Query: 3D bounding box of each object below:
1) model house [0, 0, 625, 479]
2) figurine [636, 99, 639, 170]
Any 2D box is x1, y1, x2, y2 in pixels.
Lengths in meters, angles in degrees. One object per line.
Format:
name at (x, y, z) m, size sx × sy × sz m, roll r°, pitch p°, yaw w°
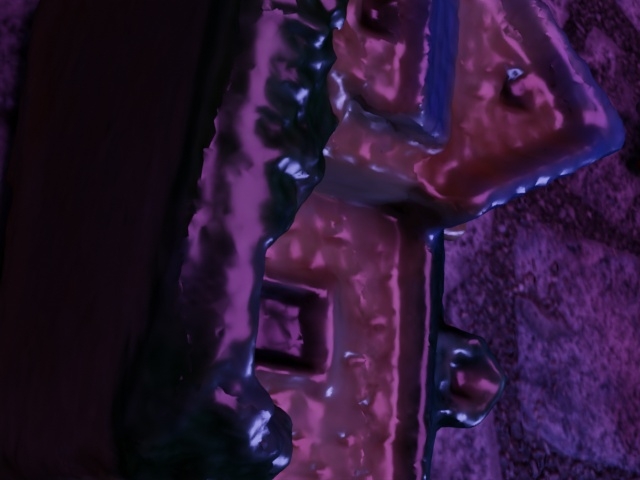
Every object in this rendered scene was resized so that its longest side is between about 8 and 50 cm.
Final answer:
model house at (0.000, 0.000, 0.937) m, size 0.343 × 0.334 × 0.382 m, roll 18°, pitch 73°, yaw -31°
figurine at (0.409, -0.109, 1.418) m, size 0.226 × 0.183 × 0.160 m, roll -6°, pitch 68°, yaw -27°
